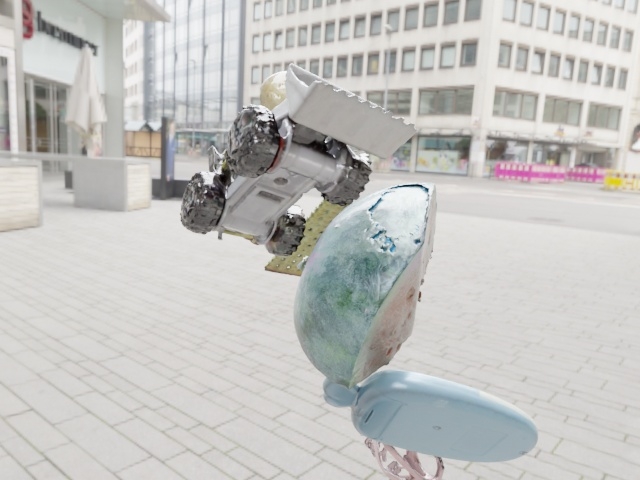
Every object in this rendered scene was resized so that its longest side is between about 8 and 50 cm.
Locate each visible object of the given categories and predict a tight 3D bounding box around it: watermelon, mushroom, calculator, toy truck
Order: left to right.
[{"bbox_3d":[-0.042,-0.076,0.521,0.136,0.111,0.286,16,-33,-32],"label":"toy truck"},{"bbox_3d":[-0.102,-0.423,1.572,0.166,0.166,0.127,-1,-18,-27],"label":"mushroom"},{"bbox_3d":[0.055,0.014,0.705,0.175,0.188,0.321,9,35,14],"label":"watermelon"},{"bbox_3d":[0.147,0.248,0.736,0.303,0.188,0.042,13,49,-1],"label":"calculator"}]

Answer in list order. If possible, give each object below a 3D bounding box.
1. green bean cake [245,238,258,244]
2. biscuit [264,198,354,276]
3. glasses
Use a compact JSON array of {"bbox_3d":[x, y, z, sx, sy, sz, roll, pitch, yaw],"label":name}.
[{"bbox_3d":[-0.151,-0.072,1.174,0.135,0.135,0.056,35,21,-2],"label":"green bean cake"},{"bbox_3d":[0.000,0.000,1.060,0.139,0.231,0.016,13,42,-36],"label":"biscuit"},{"bbox_3d":[0.133,0.417,1.002,0.096,0.162,0.255,-7,42,-29],"label":"glasses"}]
